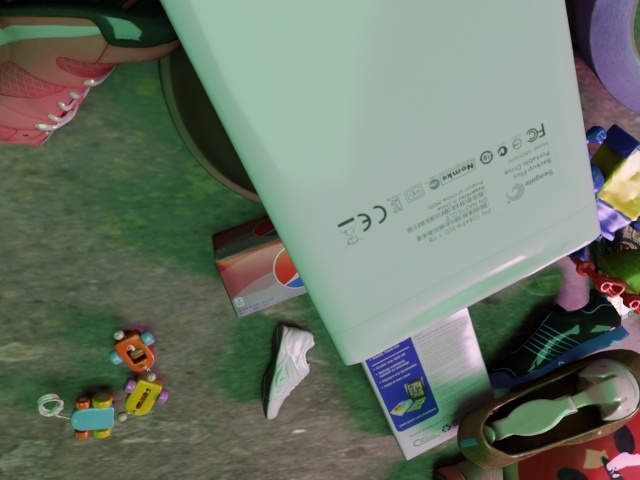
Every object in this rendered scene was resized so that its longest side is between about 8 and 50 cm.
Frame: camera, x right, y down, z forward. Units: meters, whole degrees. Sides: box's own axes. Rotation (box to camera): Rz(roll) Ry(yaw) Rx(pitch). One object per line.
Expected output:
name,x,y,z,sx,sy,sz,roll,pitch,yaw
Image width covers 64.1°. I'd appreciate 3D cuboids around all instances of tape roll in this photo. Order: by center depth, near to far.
tape roll,0.455,-0.284,0.598,0.274,0.090,0.275,6,127,8

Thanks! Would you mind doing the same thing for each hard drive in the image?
hard drive,0.052,-0.103,0.338,0.232,0.047,0.353,-26,117,-3

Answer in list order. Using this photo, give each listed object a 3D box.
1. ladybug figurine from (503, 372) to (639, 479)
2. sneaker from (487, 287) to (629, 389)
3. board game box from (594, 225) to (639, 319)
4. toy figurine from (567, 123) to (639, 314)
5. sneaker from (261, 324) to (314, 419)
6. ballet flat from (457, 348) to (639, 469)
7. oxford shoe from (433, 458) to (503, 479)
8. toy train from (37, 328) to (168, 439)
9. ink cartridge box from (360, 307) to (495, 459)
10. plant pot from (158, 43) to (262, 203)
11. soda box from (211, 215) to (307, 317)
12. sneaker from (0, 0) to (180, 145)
ladybug figurine,0.501,0.415,0.926,0.305,0.162,0.449,-41,116,4
sneaker,0.369,0.164,0.838,0.232,0.081,0.091,-30,73,15
board game box,0.514,0.010,0.837,0.136,0.030,0.260,-20,116,-10
toy figurine,0.423,-0.041,0.672,0.362,0.191,0.217,26,111,-18
sneaker,-0.048,0.196,0.742,0.061,0.054,0.152,9,109,-22
ballet flat,0.370,0.247,0.768,0.342,0.116,0.124,-18,155,-4
oxford shoe,0.302,0.552,0.953,0.130,0.123,0.349,-17,117,-14
toy train,-0.277,0.187,0.681,0.166,0.046,0.125,-34,115,-3
ink cartridge box,0.145,0.163,0.776,0.175,0.069,0.371,-26,119,-4
plant pot,0.006,-0.153,0.488,0.322,0.280,0.324,-6,114,-13
soda box,0.000,0.000,0.652,0.263,0.092,0.084,-21,115,-7
sneaker,-0.262,-0.159,0.482,0.313,0.116,0.136,-1,129,13
